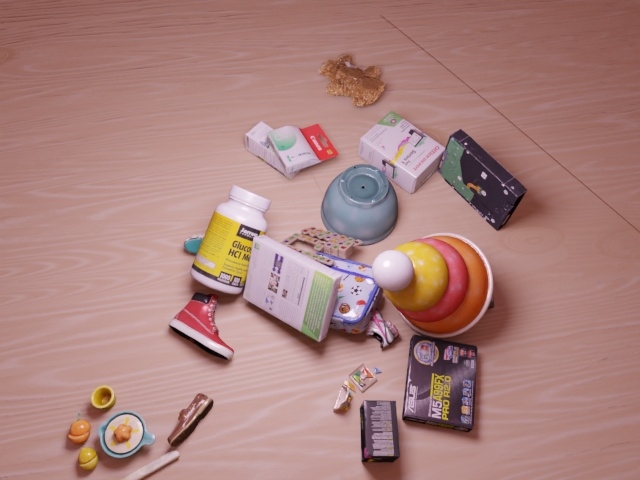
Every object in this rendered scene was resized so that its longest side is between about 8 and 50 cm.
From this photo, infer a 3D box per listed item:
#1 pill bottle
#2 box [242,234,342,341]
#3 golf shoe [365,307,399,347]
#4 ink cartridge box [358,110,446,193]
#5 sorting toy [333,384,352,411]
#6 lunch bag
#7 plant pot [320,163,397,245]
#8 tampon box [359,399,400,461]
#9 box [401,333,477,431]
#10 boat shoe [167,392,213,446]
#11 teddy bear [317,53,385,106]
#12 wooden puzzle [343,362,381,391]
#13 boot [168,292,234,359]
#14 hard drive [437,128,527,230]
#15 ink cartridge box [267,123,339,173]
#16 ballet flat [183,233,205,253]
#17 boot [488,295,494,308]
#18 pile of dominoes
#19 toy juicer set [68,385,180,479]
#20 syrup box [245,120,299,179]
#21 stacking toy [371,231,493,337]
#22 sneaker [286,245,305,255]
[{"bbox_3d":[-0.290,-0.006,1.885,0.187,0.188,0.334,23,93,10],"label":"pill bottle"},{"bbox_3d":[-0.096,0.148,1.799,0.321,0.233,0.058,27,27,27],"label":"box"},{"bbox_3d":[0.175,0.274,1.891,0.086,0.068,0.186,-37,68,-20],"label":"golf shoe"},{"bbox_3d":[0.318,-0.347,2.216,0.278,0.117,0.201,39,66,17],"label":"ink cartridge box"},{"bbox_3d":[0.075,0.492,1.761,0.044,0.075,0.083,20,62,9],"label":"sorting toy"},{"bbox_3d":[0.049,0.163,1.890,0.303,0.115,0.243,16,62,25],"label":"lunch bag"},{"bbox_3d":[0.150,-0.153,2.056,0.292,0.196,0.293,1,61,-2],"label":"plant pot"},{"bbox_3d":[0.174,0.573,1.693,0.101,0.120,0.161,1,61,-2],"label":"tampon box"},{"bbox_3d":[0.383,0.453,1.805,0.216,0.060,0.270,11,61,3],"label":"box"},{"bbox_3d":[-0.404,0.544,1.722,0.060,0.064,0.178,30,57,19],"label":"boat shoe"},{"bbox_3d":[0.134,-0.682,2.416,0.337,0.113,0.245,33,57,23],"label":"teddy bear"},{"bbox_3d":[0.137,0.443,1.826,0.078,0.014,0.116,41,67,18],"label":"wooden puzzle"},{"bbox_3d":[-0.353,0.272,1.863,0.244,0.088,0.176,29,62,17],"label":"boot"},{"bbox_3d":[0.588,-0.224,2.092,0.064,0.237,0.339,-33,66,-19],"label":"hard drive"},{"bbox_3d":[-0.065,-0.366,2.142,0.224,0.056,0.181,-23,64,-16],"label":"ink cartridge box"},{"bbox_3d":[-0.364,0.010,2.021,0.240,0.091,0.077,3,30,-6],"label":"ballet flat"},{"bbox_3d":[0.488,0.164,1.973,0.208,0.076,0.190,-4,59,3],"label":"boot"},{"bbox_3d":[0.000,0.000,1.977,0.251,0.040,0.196,18,34,30],"label":"pile of dominoes"},{"bbox_3d":[-0.606,0.601,1.663,0.329,0.090,0.209,36,65,16],"label":"toy juicer set"},{"bbox_3d":[-0.177,-0.354,2.210,0.236,0.096,0.093,35,63,17],"label":"syrup box"},{"bbox_3d":[0.295,0.104,1.715,0.350,0.479,0.351,-9,73,31],"label":"stacking toy"},{"bbox_3d":[-0.044,0.110,1.846,0.225,0.088,0.093,32,92,30],"label":"sneaker"}]
